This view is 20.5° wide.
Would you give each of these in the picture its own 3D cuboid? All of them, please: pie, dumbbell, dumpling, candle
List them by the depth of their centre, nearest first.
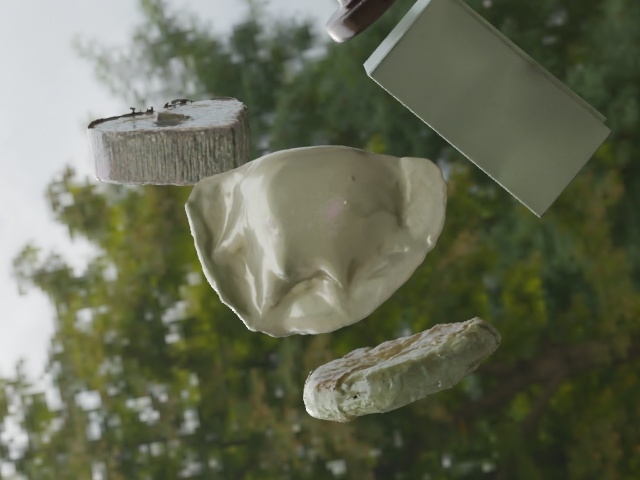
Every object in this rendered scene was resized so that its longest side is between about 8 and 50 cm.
[{"bbox_3d":[0.000,0.000,1.694,0.131,0.252,0.179,77,-174,-68],"label":"dumpling"},{"bbox_3d":[-0.143,-0.105,1.892,0.192,0.168,0.068,-16,-69,-37],"label":"candle"},{"bbox_3d":[0.004,-0.385,2.382,0.225,0.140,0.124,45,-167,-12],"label":"dumbbell"},{"bbox_3d":[0.110,0.185,2.515,0.306,0.306,0.071,-31,-75,-75],"label":"pie"}]

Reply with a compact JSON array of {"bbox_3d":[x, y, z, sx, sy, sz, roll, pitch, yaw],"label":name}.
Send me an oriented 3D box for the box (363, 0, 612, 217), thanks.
[{"bbox_3d":[0.168,-0.152,1.841,0.225,0.117,0.225,39,-174,-5],"label":"box"}]
